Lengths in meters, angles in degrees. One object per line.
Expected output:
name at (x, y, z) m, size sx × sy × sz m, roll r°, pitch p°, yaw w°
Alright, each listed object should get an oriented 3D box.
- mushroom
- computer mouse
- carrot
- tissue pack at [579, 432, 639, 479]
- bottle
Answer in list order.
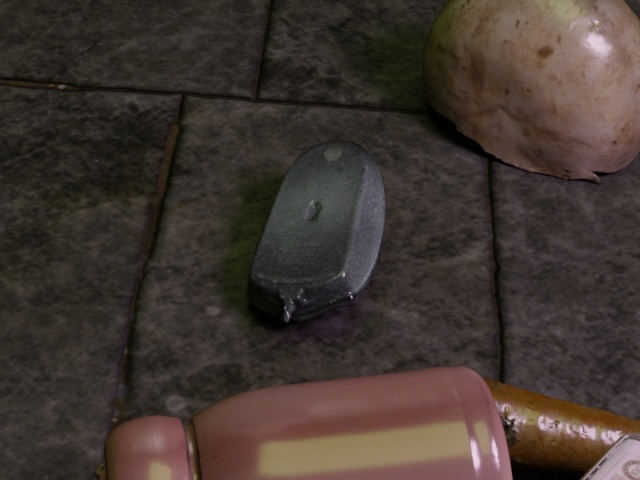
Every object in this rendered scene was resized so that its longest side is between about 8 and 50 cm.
mushroom at (0.240, -0.199, 1.698) m, size 0.253 × 0.189 × 0.195 m, roll 28°, pitch 46°, yaw 15°
computer mouse at (0.002, 0.003, 1.532) m, size 0.113 × 0.068 × 0.229 m, roll -2°, pitch 48°, yaw 22°
carrot at (0.238, 0.166, 1.355) m, size 0.298 × 0.078 × 0.078 m, roll 8°, pitch 40°, yaw -1°
tissue pack at (0.227, 0.273, 1.176) m, size 0.185 × 0.124 × 0.225 m, roll 28°, pitch 45°, yaw 27°
bottle at (-0.019, 0.191, 1.239) m, size 0.296 × 0.173 × 0.206 m, roll -7°, pitch 9°, yaw -8°
